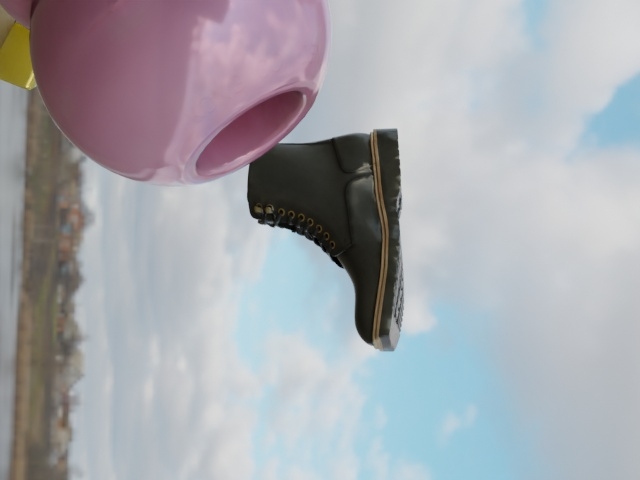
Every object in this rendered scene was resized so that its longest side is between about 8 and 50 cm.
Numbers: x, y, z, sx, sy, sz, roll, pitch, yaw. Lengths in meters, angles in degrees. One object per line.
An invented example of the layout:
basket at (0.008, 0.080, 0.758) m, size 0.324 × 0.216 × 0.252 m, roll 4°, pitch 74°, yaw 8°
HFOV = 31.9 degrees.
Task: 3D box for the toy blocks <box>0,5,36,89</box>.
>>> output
toy blocks at (-0.191, -0.281, 1.153) m, size 0.190 × 0.381 × 0.261 m, roll -68°, pitch 178°, yaw -65°

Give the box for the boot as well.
boot at (0.000, 0.000, 0.926) m, size 0.077 × 0.137 × 0.197 m, roll 81°, pitch 9°, yaw -56°

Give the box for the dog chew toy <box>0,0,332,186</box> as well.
dog chew toy at (-0.141, -0.201, 0.776) m, size 0.332 × 0.207 × 0.206 m, roll 54°, pitch -27°, yaw 12°
